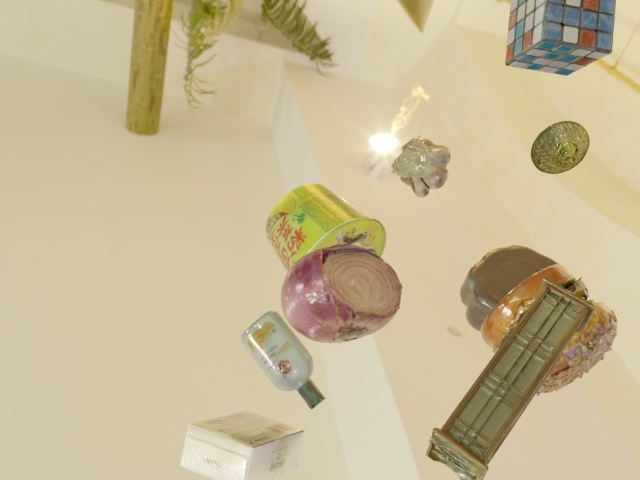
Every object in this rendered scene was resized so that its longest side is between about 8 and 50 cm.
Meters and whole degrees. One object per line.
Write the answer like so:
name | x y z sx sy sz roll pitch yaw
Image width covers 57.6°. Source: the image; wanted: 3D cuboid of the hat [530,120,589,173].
hat | 0.614 -0.222 1.468 0.067 0.146 0.146 26 -158 -42

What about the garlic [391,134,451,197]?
garlic | 0.229 -0.166 1.336 0.127 0.131 0.194 26 -176 3

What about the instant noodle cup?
instant noodle cup | 0.000 0.000 1.618 0.311 0.311 0.221 -11 -136 -36

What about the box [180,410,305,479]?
box | -0.185 0.512 1.444 0.194 0.111 0.260 9 178 29

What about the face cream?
face cream | -0.096 0.345 1.638 0.291 0.144 0.071 52 -170 13

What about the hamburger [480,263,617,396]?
hamburger | 0.524 0.206 1.321 0.290 0.291 0.225 -13 -129 -38

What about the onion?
onion | 0.026 0.103 1.041 0.200 0.201 0.207 34 -150 22

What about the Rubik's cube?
Rubik's cube | 0.293 -0.266 0.716 0.092 0.092 0.092 7 177 -10

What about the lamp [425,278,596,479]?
lamp | 0.285 0.206 0.866 0.089 0.090 0.325 33 -117 26

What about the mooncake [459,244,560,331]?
mooncake | 0.559 0.158 1.683 0.305 0.154 0.306 4 -133 -5
